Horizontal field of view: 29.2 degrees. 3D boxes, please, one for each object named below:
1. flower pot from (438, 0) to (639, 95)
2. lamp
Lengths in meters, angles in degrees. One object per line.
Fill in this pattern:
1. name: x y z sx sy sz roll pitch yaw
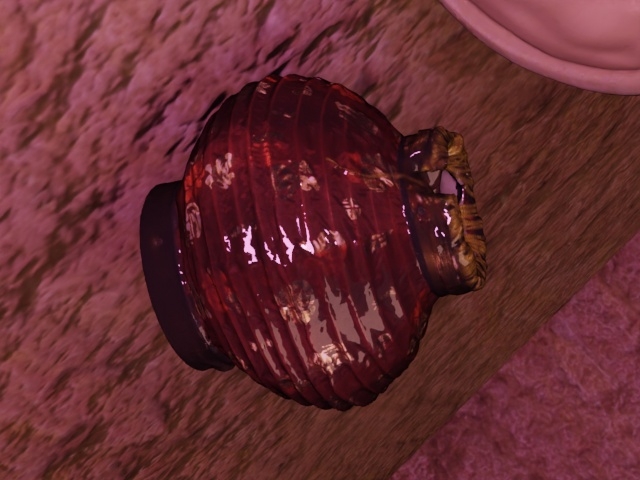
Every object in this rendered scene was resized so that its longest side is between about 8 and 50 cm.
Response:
1. flower pot: 0.191 -0.249 0.623 0.244 0.307 0.307 -37 160 -30
2. lamp: 0.000 0.000 0.861 0.247 0.247 0.247 -38 159 -17
